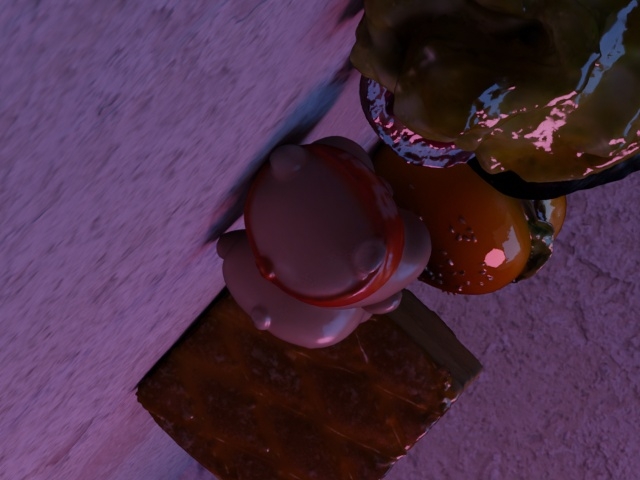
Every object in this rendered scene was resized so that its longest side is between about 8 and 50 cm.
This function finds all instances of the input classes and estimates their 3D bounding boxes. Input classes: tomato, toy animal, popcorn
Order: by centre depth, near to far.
[{"bbox_3d":[0.164,-0.171,1.399,0.225,0.276,0.276,7,-137,49],"label":"popcorn"},{"bbox_3d":[0.102,-0.162,1.608,0.173,0.099,0.189,-32,134,-3],"label":"tomato"},{"bbox_3d":[0.000,0.000,1.658,0.171,0.171,0.198,-43,172,-32],"label":"toy animal"}]

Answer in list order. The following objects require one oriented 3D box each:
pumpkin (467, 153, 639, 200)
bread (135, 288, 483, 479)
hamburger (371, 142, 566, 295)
[{"bbox_3d":[0.256,-0.188,1.846,0.315,0.239,0.315,-19,165,-5],"label":"pumpkin"},{"bbox_3d":[-0.008,0.156,2.123,0.279,0.279,0.207,-49,176,13],"label":"bread"},{"bbox_3d":[0.157,-0.042,2.190,0.170,0.246,0.246,-41,173,-26],"label":"hamburger"}]
